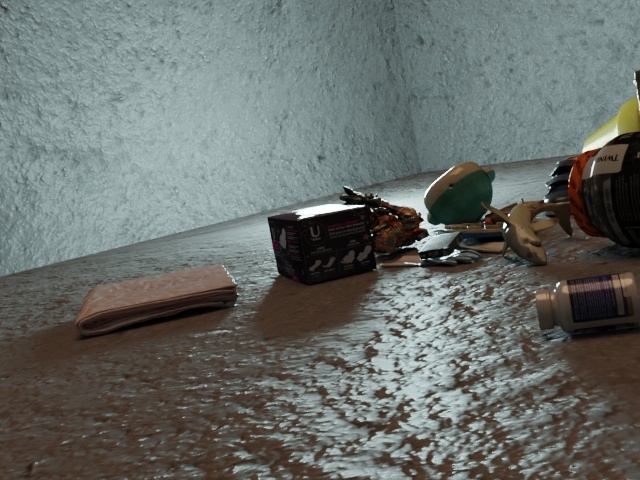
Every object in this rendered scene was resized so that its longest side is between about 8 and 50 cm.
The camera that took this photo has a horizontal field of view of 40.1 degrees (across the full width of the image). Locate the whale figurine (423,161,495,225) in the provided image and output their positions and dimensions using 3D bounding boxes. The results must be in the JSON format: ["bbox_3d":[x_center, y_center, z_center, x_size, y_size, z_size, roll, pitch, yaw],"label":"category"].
[{"bbox_3d":[0.380,-0.097,2.291,0.216,0.141,0.272,-39,-21,8],"label":"whale figurine"}]

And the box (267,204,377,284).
[{"bbox_3d":[0.000,0.000,1.912,0.163,0.142,0.247,-13,8,-17],"label":"box"}]

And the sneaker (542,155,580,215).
[{"bbox_3d":[0.640,-0.146,2.246,0.126,0.128,0.321,-4,10,31],"label":"sneaker"}]

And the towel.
[{"bbox_3d":[-0.338,0.118,1.824,0.316,0.054,0.332,-11,7,-10],"label":"towel"}]

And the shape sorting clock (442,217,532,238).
[{"bbox_3d":[0.375,-0.030,1.952,0.206,0.040,0.206,-6,1,0],"label":"shape sorting clock"}]

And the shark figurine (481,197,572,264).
[{"bbox_3d":[0.397,-0.019,1.703,0.166,0.116,0.278,29,33,21],"label":"shark figurine"}]

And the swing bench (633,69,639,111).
[{"bbox_3d":[0.837,-0.269,1.916,0.254,0.253,0.165,-5,10,33],"label":"swing bench"}]

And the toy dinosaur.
[{"bbox_3d":[0.161,-0.026,2.079,0.218,0.165,0.322,8,-5,23],"label":"toy dinosaur"}]

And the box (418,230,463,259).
[{"bbox_3d":[0.245,0.010,1.779,0.067,0.018,0.083,-10,18,33],"label":"box"}]

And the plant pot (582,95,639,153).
[{"bbox_3d":[0.860,-0.251,2.390,0.254,0.254,0.239,-15,-8,-35],"label":"plant pot"}]

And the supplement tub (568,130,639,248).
[{"bbox_3d":[0.607,-0.090,1.480,0.207,0.207,0.338,-16,9,-39],"label":"supplement tub"}]

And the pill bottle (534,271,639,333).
[{"bbox_3d":[0.329,0.079,1.084,0.120,0.067,0.067,-8,7,14],"label":"pill bottle"}]

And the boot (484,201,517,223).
[{"bbox_3d":[0.459,-0.066,2.215,0.086,0.042,0.118,-17,-2,15],"label":"boot"}]

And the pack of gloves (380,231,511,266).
[{"bbox_3d":[0.268,0.012,1.827,0.195,0.046,0.232,-15,8,-42],"label":"pack of gloves"}]
